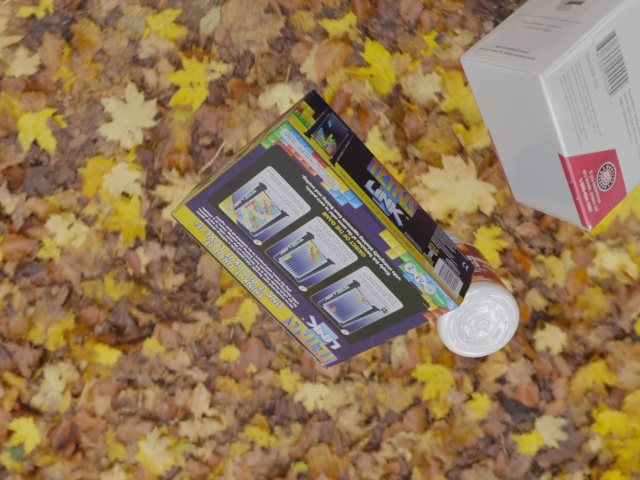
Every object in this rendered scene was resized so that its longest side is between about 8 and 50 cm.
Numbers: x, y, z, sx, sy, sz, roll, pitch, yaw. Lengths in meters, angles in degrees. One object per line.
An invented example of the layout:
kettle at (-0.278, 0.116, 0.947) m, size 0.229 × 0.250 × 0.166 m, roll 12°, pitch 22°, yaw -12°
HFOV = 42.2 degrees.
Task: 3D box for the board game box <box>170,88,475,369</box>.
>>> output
board game box at (0.000, 0.000, 0.586) m, size 0.170 × 0.048 × 0.141 m, roll 47°, pitch 133°, yaw -13°

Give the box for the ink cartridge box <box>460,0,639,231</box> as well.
ink cartridge box at (0.424, -0.251, 1.199) m, size 0.384 × 0.160 × 0.279 m, roll -40°, pitch 125°, yaw -14°

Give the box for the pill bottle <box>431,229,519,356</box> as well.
pill bottle at (0.212, 0.073, 1.271) m, size 0.121 × 0.221 × 0.121 m, roll -3°, pitch 115°, yaw -7°
